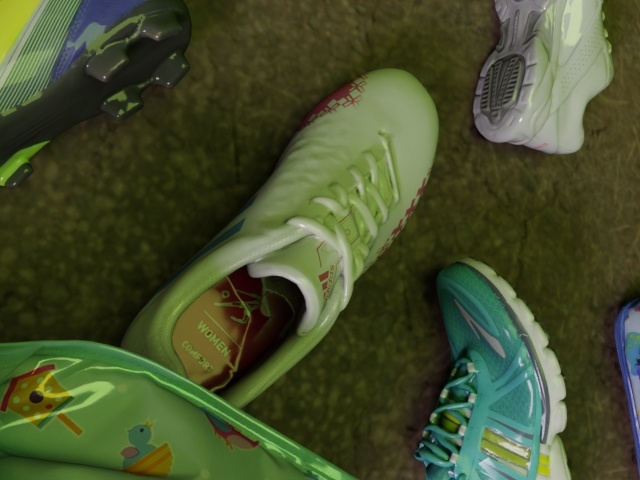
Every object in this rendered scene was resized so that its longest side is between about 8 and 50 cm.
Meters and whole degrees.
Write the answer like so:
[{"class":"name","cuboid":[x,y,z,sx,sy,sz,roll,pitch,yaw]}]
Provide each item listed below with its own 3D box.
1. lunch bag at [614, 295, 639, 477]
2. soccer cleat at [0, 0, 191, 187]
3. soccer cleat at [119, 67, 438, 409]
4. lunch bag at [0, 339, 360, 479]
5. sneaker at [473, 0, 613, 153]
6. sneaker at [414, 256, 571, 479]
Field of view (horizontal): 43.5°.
[{"class":"lunch bag","cuboid":[0.365,0.144,0.743,0.176,0.090,0.219,-14,93,-26]},{"class":"soccer cleat","cuboid":[-0.218,-0.097,0.500,0.289,0.093,0.121,-34,70,-19]},{"class":"soccer cleat","cuboid":[0.000,0.000,0.550,0.116,0.143,0.331,45,69,-16]},{"class":"lunch bag","cuboid":[-0.121,0.183,0.429,0.262,0.223,0.160,31,38,-16]},{"class":"sneaker","cuboid":[0.212,-0.183,0.704,0.115,0.090,0.232,18,88,-30]},{"class":"sneaker","cuboid":[0.128,0.151,0.628,0.110,0.107,0.275,-10,91,-16]}]
